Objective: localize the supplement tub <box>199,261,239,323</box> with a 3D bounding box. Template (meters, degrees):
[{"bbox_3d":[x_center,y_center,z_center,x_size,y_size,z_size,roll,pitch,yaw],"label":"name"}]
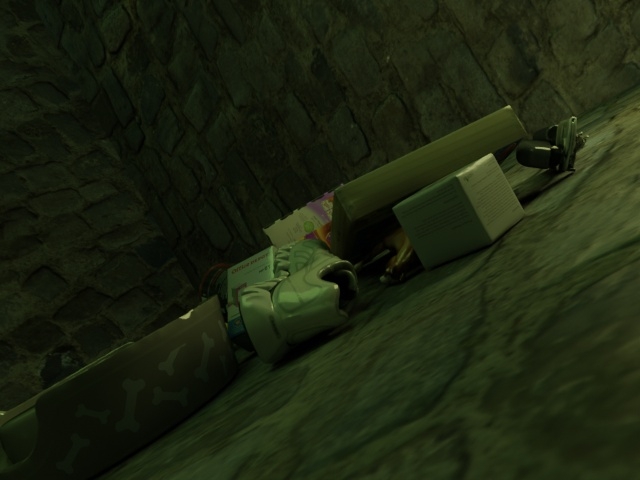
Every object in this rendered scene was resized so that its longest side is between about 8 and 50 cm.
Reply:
[{"bbox_3d":[-0.114,0.092,1.034,0.106,0.106,0.198,-30,18,-30],"label":"supplement tub"}]

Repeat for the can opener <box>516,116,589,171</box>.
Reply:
[{"bbox_3d":[0.351,-0.148,0.980,0.093,0.074,0.280,8,9,14],"label":"can opener"}]

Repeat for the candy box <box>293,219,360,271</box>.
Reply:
[{"bbox_3d":[-0.007,0.039,1.233,0.186,0.109,0.053,-31,1,-26],"label":"candy box"}]

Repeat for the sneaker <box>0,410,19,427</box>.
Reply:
[{"bbox_3d":[-0.522,0.332,0.778,0.148,0.131,0.350,-38,-9,40],"label":"sneaker"}]

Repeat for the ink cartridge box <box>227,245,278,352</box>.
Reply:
[{"bbox_3d":[-0.084,0.081,0.893,0.088,0.052,0.122,-27,46,23],"label":"ink cartridge box"}]

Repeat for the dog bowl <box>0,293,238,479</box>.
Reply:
[{"bbox_3d":[-0.257,0.194,0.784,0.348,0.102,0.349,-30,2,1],"label":"dog bowl"}]

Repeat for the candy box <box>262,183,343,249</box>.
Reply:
[{"bbox_3d":[0.000,0.000,1.343,0.196,0.165,0.070,-29,1,-6],"label":"candy box"}]

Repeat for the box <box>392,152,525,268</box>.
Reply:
[{"bbox_3d":[0.164,-0.034,0.748,0.102,0.087,0.101,-30,1,-44],"label":"box"}]

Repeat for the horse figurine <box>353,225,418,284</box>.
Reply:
[{"bbox_3d":[0.154,-0.018,0.888,0.263,0.066,0.174,-33,-5,-22],"label":"horse figurine"}]

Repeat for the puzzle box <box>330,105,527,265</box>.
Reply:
[{"bbox_3d":[0.148,-0.063,1.033,0.272,0.052,0.409,-27,-11,-5],"label":"puzzle box"}]

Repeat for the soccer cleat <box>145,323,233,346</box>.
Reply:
[{"bbox_3d":[-0.197,0.178,1.087,0.121,0.093,0.289,2,2,9],"label":"soccer cleat"}]

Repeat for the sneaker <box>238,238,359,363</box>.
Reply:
[{"bbox_3d":[-0.004,0.059,0.795,0.118,0.110,0.292,-21,11,14],"label":"sneaker"}]
